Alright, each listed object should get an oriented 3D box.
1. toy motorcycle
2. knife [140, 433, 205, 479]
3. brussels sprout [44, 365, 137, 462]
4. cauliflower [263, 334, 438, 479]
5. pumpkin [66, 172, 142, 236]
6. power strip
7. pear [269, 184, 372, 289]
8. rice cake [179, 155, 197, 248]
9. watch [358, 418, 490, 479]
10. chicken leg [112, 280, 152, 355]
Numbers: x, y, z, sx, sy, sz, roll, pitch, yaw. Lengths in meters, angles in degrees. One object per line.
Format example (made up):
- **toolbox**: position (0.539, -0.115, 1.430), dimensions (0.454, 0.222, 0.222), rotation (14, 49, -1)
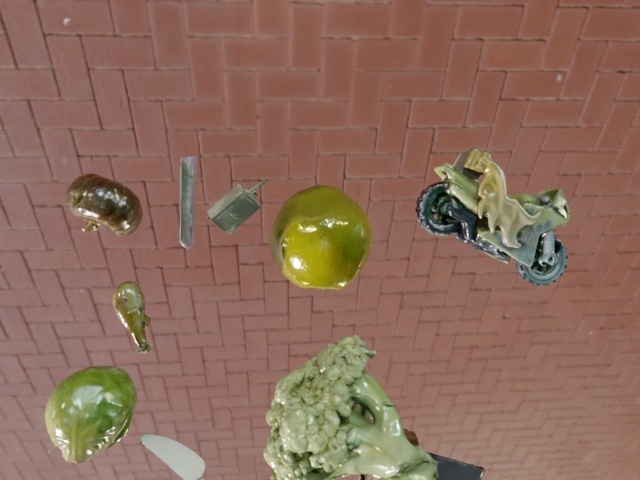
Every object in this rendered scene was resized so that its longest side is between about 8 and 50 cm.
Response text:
- **toy motorcycle**: position (0.427, -0.061, 1.282), dimensions (0.410, 0.169, 0.237), rotation (24, 85, -14)
- **knife**: position (-0.323, 0.584, 1.371), dimensions (0.336, 0.081, 0.043), rotation (35, 139, 21)
- **brussels sprout**: position (-0.590, 0.441, 1.409), dimensions (0.244, 0.244, 0.244), rotation (-3, 129, -3)
- **cauliflower**: position (0.031, 0.324, 0.954), dimensions (0.281, 0.327, 0.260), rotation (-1, 158, 46)
- **pumpkin**: position (-0.616, -0.090, 1.536), dimensions (0.219, 0.219, 0.162), rotation (36, 74, -29)
- **power strip**: position (-0.192, -0.090, 1.314), dimensions (0.175, 0.042, 0.075), rotation (-41, 134, 8)
- **pear**: position (0.000, 0.000, 1.492), dimensions (0.294, 0.294, 0.294), rotation (-3, 129, -3)
- **rice cake**: position (-0.292, -0.084, 1.200), dimensions (0.036, 0.047, 0.206), rotation (2, 91, 5)
- **watch**: position (0.291, 0.666, 1.488), dimensions (0.327, 0.314, 0.335), rotation (17, 160, -7)
- **chicken leg**: position (-0.433, 0.182, 1.279), dimensions (0.070, 0.093, 0.178), rotation (-15, 95, 21)
